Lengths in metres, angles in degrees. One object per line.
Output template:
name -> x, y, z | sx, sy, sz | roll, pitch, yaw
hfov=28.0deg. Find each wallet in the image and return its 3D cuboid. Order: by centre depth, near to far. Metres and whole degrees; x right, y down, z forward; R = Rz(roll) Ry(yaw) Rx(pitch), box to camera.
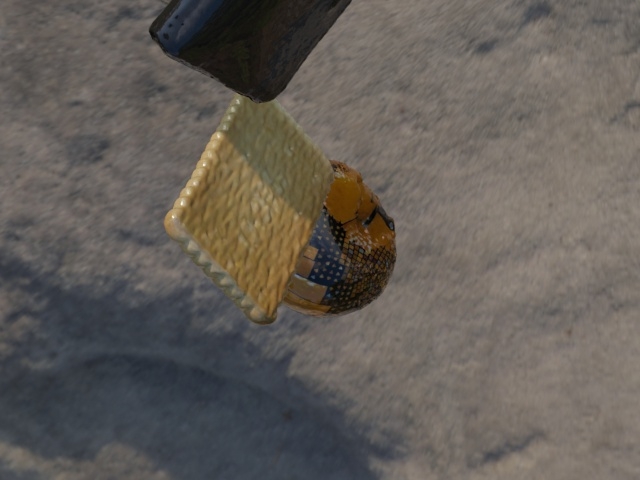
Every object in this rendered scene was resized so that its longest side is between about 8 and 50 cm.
wallet -> 0.006, -0.198, 0.814 | 0.044, 0.149, 0.250 | 44, 99, 23

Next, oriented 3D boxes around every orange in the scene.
orange -> 0.000, 0.000, 1.842 | 0.182, 0.234, 0.234 | -20, 101, 33

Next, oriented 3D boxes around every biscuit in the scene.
biscuit -> -0.068, -0.044, 1.318 | 0.030, 0.250, 0.160 | -22, 122, 36

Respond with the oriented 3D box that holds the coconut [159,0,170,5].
coconut -> -0.095, -0.370, 1.498 | 0.328, 0.329, 0.329 | 3, 106, 12
